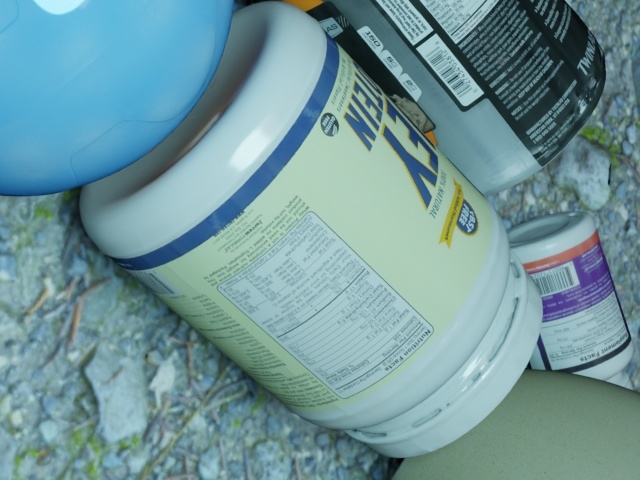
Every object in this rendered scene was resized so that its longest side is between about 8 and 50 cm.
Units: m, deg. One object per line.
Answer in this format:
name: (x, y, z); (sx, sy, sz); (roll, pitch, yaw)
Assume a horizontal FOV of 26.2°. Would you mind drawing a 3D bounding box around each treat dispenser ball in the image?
treat dispenser ball: (-0.200, -0.174, 0.913); (0.288, 0.288, 0.288); (2, 87, -35)

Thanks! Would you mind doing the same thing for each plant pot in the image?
plant pot: (0.169, 0.221, 1.199); (0.191, 0.284, 0.284); (35, 64, 9)

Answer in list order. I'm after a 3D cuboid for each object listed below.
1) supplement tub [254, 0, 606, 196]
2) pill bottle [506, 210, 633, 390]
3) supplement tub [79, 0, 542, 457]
supplement tub: (0.072, -0.210, 1.159); (0.338, 0.207, 0.207); (47, 63, -24)
pill bottle: (0.238, 0.078, 1.323); (0.108, 0.108, 0.194); (-27, 104, -33)
supplement tub: (0.000, 0.000, 1.081); (0.325, 0.235, 0.235); (43, 65, -26)
